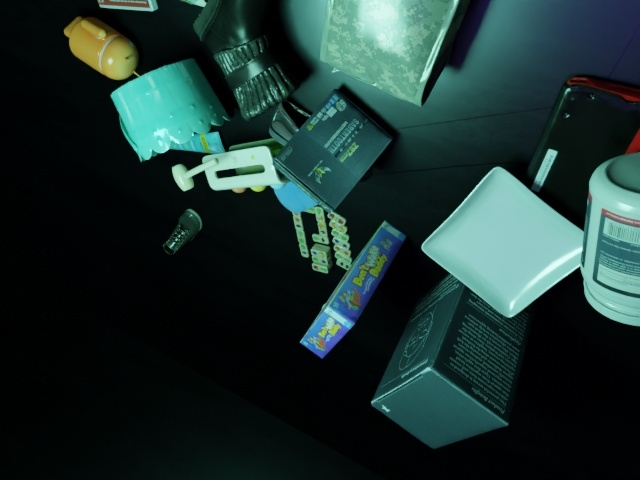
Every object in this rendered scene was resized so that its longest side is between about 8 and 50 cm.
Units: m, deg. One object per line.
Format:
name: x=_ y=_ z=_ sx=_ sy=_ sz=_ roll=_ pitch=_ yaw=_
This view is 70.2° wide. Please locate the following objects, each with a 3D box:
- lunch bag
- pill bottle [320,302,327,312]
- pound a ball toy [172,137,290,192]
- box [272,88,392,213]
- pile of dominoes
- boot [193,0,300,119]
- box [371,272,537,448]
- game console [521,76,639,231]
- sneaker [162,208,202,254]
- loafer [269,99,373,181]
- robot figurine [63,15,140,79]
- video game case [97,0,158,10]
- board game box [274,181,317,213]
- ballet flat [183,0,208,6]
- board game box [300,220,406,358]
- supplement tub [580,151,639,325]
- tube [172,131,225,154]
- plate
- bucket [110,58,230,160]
lunch bag: x=0.138 y=-0.417 z=0.833 sx=0.235 sy=0.169 sz=0.287 roll=28 pitch=136 yaw=10
pill bottle: x=0.038 y=0.301 z=1.671 sx=0.087 sy=0.087 sz=0.160 roll=20 pitch=137 yaw=19
pound a ball toy: x=-0.230 y=-0.187 z=1.278 sx=0.319 sy=0.208 sz=0.136 roll=-1 pitch=114 yaw=37
box: x=0.028 y=-0.209 z=1.071 sx=0.183 sy=0.233 sz=0.059 roll=41 pitch=171 yaw=-4
pile of dominoes: x=0.000 y=0.000 z=1.442 sx=0.195 sy=0.040 sz=0.251 roll=14 pitch=136 yaw=26
boot: x=-0.127 y=-0.443 z=1.007 sx=0.348 sy=0.131 sz=0.260 roll=-18 pitch=104 yaw=57
box: x=0.349 y=0.282 z=1.180 sx=0.212 sy=0.395 sz=0.293 roll=36 pitch=141 yaw=2
game console: x=0.591 y=-0.103 z=0.904 sx=0.341 sy=0.060 sz=0.387 roll=26 pitch=139 yaw=22
sneaker: x=-0.528 y=-0.025 z=1.744 sx=0.083 sy=0.118 sz=0.222 roll=37 pitch=141 yaw=0
loafer: x=0.003 y=-0.251 z=1.148 sx=0.302 sy=0.109 sz=0.095 roll=30 pitch=136 yaw=13
robot figurine: x=-0.613 y=-0.544 z=1.297 sx=0.219 sy=0.128 sz=0.158 roll=34 pitch=126 yaw=6
video game case: x=-0.528 y=-0.730 z=1.129 sx=0.204 sy=0.025 sz=0.285 roll=16 pitch=136 yaw=23
board game box: x=-0.062 y=-0.157 z=1.342 sx=0.168 sy=0.033 sz=0.133 roll=-20 pitch=110 yaw=40
ballet flat: x=-0.248 y=-0.582 z=1.040 sx=0.221 sy=0.077 sz=0.079 roll=-4 pitch=145 yaw=39
board game box: x=0.094 y=0.132 z=1.260 sx=0.078 sy=0.347 sz=0.233 roll=35 pitch=140 yaw=3
supplement tub: x=0.576 y=-0.002 z=0.808 sx=0.191 sy=0.191 sz=0.272 roll=8 pitch=131 yaw=31
tube: x=-0.391 y=-0.308 z=1.429 sx=0.207 sy=0.052 sz=0.080 roll=8 pitch=140 yaw=23
plate: x=0.419 y=0.009 z=1.038 sx=0.277 sy=0.045 sz=0.278 roll=39 pitch=127 yaw=4
bucket: x=-0.404 y=-0.350 z=1.223 sx=0.281 sy=0.281 sz=0.183 roll=-8 pitch=114 yaw=41
